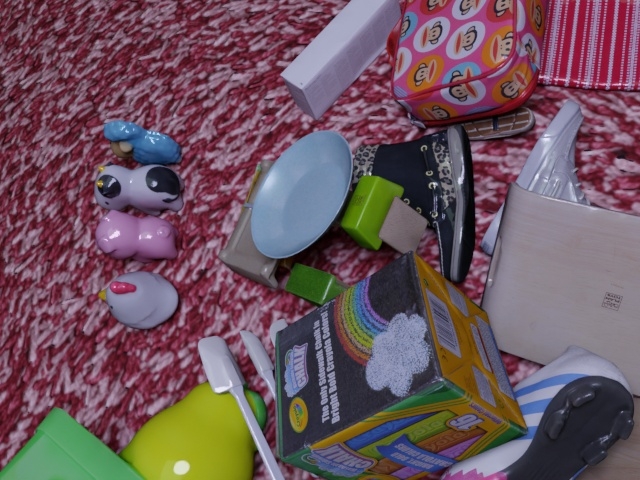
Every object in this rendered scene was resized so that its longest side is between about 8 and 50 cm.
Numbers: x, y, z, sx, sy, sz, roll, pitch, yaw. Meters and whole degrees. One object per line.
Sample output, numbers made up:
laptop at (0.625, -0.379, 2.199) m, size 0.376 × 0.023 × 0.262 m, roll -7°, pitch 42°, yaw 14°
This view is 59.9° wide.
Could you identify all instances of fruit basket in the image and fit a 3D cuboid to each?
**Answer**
fruit basket at (-0.219, 0.366, 0.741) m, size 0.391 × 0.283 × 0.392 m, roll 9°, pitch 34°, yaw -6°

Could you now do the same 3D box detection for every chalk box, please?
chalk box at (0.061, 0.184, 0.683) m, size 0.289 × 0.179 × 0.180 m, roll -35°, pitch 38°, yaw 27°

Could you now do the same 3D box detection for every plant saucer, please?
plant saucer at (-0.019, -0.059, 0.770) m, size 0.195 × 0.037 × 0.195 m, roll -25°, pitch 51°, yaw 35°

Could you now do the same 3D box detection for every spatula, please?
spatula at (-0.060, 0.228, 0.775) m, size 0.019 × 0.168 × 0.242 m, roll -44°, pitch 65°, yaw 34°

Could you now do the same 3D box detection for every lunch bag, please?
lunch bag at (0.217, -0.332, 0.885) m, size 0.258 × 0.120 × 0.293 m, roll -3°, pitch 67°, yaw 43°

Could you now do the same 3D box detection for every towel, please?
towel at (0.398, -0.343, 0.915) m, size 0.274 × 0.031 × 0.199 m, roll 11°, pitch 75°, yaw 18°

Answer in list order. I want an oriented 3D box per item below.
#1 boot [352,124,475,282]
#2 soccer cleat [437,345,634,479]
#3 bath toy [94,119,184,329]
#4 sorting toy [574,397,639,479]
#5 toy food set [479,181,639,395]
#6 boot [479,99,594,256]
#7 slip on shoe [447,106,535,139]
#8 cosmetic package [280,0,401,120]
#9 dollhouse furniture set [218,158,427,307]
boot at (0.142, -0.052, 0.856) m, size 0.178 × 0.085 × 0.237 m, roll -3°, pitch 80°, yaw 25°
soccer cleat at (0.244, 0.267, 0.687) m, size 0.116 × 0.143 × 0.331 m, roll 40°, pitch 107°, yaw 0°
bath toy at (-0.317, -0.026, 0.940) m, size 0.151 × 0.129 × 0.349 m, roll -10°, pitch 69°, yaw 11°
sorting toy at (0.360, 0.298, 0.569) m, size 0.089 × 0.257 × 0.255 m, roll 42°, pitch 75°, yaw -1°
toy food set at (0.370, 0.063, 0.711) m, size 0.306 × 0.092 × 0.220 m, roll 16°, pitch 111°, yaw 21°
boot at (0.346, -0.069, 0.805) m, size 0.123 × 0.095 × 0.258 m, roll 29°, pitch 89°, yaw 17°
slip on shoe at (0.273, -0.187, 0.888) m, size 0.135 × 0.041 × 0.052 m, roll -2°, pitch 87°, yaw 34°
cosmetic package at (0.041, -0.333, 0.971) m, size 0.060 × 0.099 × 0.239 m, roll 40°, pitch 84°, yaw 24°
dollhouse furniture set at (0.000, 0.000, 0.865) m, size 0.301 × 0.151 × 0.198 m, roll 15°, pitch 78°, yaw 50°
